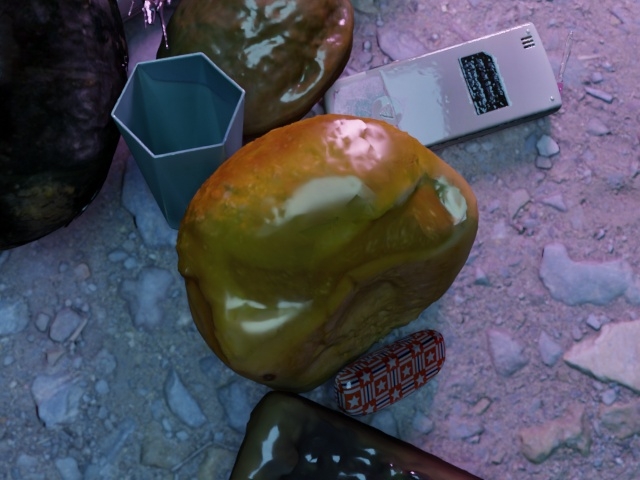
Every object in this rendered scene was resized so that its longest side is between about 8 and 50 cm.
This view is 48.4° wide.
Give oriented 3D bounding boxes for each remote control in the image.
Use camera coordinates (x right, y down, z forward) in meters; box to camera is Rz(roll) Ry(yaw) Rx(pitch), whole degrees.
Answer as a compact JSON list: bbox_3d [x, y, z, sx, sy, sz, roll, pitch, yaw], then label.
[{"bbox_3d":[0.177,-0.210,1.058,0.344,0.050,0.145,-17,86,-4],"label":"remote control"}]

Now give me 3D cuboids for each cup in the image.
[{"bbox_3d":[-0.158,-0.105,0.889,0.148,0.235,0.134,-10,67,-6],"label":"cup"}]

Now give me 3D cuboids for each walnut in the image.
[{"bbox_3d":[-0.085,-0.260,0.961,0.283,0.227,0.282,-14,58,24],"label":"walnut"}]

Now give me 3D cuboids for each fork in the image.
[{"bbox_3d":[0.375,-0.269,1.097,0.016,0.012,0.115,16,79,-5],"label":"fork"}]

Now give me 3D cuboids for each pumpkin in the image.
[{"bbox_3d":[-0.413,-0.203,0.847,0.344,0.455,0.453,8,83,-39],"label":"pumpkin"}]

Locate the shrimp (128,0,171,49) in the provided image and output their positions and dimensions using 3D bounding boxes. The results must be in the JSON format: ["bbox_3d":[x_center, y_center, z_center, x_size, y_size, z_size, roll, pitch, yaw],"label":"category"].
[{"bbox_3d":[-0.204,-0.383,0.903,0.145,0.116,0.342,-11,57,10],"label":"shrimp"}]

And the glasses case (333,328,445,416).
[{"bbox_3d":[0.095,0.182,0.983,0.195,0.049,0.073,-18,110,-36],"label":"glasses case"}]

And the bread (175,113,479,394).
[{"bbox_3d":[0.000,0.000,0.876,0.361,0.394,0.250,-35,72,-3],"label":"bread"}]

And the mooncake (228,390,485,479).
[{"bbox_3d":[0.081,0.357,0.826,0.393,0.394,0.246,26,85,-41],"label":"mooncake"}]

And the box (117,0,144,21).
[{"bbox_3d":[-0.268,-0.425,1.043,0.194,0.073,0.139,-33,87,-6],"label":"box"}]
